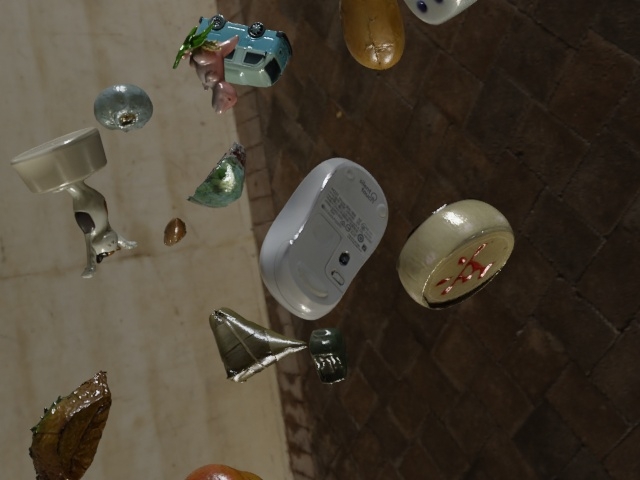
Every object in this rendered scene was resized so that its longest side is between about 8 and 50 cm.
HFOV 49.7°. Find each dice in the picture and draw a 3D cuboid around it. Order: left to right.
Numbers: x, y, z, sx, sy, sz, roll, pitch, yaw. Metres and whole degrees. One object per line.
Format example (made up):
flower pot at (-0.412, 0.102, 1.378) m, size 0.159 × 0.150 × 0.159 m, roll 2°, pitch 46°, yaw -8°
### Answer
dice at (0.308, -0.651, 1.661) m, size 0.194 × 0.193 × 0.192 m, roll 51°, pitch 163°, yaw -12°

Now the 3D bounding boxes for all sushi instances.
sushi at (-0.569, 0.421, 1.537) m, size 0.140 × 0.149 × 0.287 m, roll -2°, pitch 69°, yaw 49°

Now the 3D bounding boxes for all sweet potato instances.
sweet potato at (-0.446, -0.019, 2.104) m, size 0.206 × 0.068 × 0.059 m, roll 139°, pitch 129°, yaw -58°

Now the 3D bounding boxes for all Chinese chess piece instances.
Chinese chess piece at (0.277, 0.030, 1.419) m, size 0.103 × 0.250 × 0.249 m, roll 54°, pitch 141°, yaw 34°

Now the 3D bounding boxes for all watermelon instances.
watermelon at (-0.162, -0.118, 1.231) m, size 0.071 × 0.139 × 0.187 m, roll 36°, pitch 149°, yaw -14°

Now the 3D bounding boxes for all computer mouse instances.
computer mouse at (0.000, 0.000, 1.199) m, size 0.121 × 0.184 × 0.296 m, roll -15°, pitch 41°, yaw 50°

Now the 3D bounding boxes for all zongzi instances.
zongzi at (-0.130, 0.182, 1.382) m, size 0.176 × 0.078 × 0.160 m, roll -31°, pitch 69°, yaw 13°

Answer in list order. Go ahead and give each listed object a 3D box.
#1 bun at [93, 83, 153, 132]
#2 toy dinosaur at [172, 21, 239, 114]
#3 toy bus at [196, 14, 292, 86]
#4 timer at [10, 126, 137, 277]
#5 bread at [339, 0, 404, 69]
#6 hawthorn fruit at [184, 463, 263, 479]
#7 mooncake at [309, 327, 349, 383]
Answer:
bun at (-0.278, -0.185, 0.981) m, size 0.083 × 0.083 × 0.045 m, roll -62°, pitch 41°, yaw 46°
toy dinosaur at (-0.257, -0.429, 1.685) m, size 0.152 × 0.177 × 0.194 m, roll -26°, pitch 38°, yaw 65°
toy bus at (-0.235, -0.545, 2.030) m, size 0.133 × 0.272 × 0.164 m, roll 61°, pitch -134°, yaw -70°
timer at (-0.471, -0.073, 1.378) m, size 0.175 × 0.175 × 0.266 m, roll 12°, pitch 128°, yaw 58°
bread at (0.092, -0.405, 1.276) m, size 0.114 × 0.077 × 0.189 m, roll -5°, pitch 117°, yaw 29°
hawthorn fruit at (-0.157, 0.426, 1.042) m, size 0.189 × 0.189 × 0.189 m, roll 24°, pitch 118°, yaw 55°
mooncake at (0.026, 0.360, 2.162) m, size 0.175 × 0.104 × 0.168 m, roll 51°, pitch -144°, yaw -63°
